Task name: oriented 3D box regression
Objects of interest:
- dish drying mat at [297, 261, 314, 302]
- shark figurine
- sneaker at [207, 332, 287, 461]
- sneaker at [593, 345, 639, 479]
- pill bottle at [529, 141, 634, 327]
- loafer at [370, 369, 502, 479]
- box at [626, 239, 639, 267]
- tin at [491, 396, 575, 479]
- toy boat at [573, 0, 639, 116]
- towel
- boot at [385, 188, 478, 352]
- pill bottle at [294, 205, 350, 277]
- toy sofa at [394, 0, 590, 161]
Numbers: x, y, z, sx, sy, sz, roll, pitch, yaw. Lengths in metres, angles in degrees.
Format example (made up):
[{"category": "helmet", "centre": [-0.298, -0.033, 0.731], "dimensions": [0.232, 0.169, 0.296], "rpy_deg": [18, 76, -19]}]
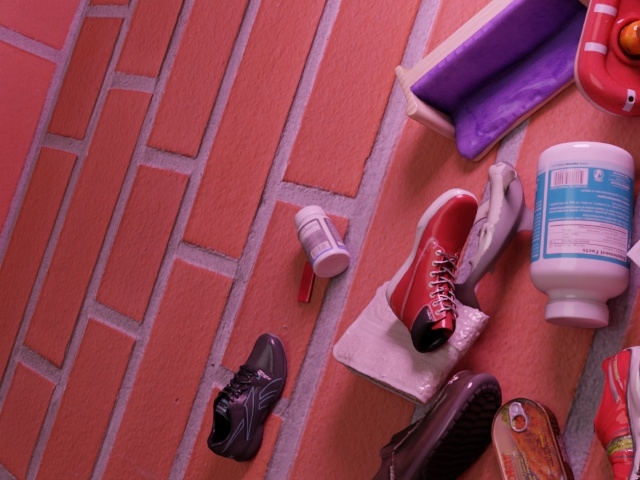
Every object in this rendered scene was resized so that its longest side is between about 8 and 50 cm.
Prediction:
[{"category": "dish drying mat", "centre": [-0.027, 0.085, 1.867], "dimensions": [0.032, 0.008, 0.083], "rpy_deg": [3, 77, 44]}, {"category": "shark figurine", "centre": [0.307, -0.006, 1.512], "dimensions": [0.166, 0.116, 0.278], "rpy_deg": [152, 139, -76]}, {"category": "sneaker", "centre": [-0.146, 0.311, 1.836], "dimensions": [0.101, 0.106, 0.267], "rpy_deg": [11, 82, 47]}, {"category": "sneaker", "centre": [0.440, 0.291, 1.292], "dimensions": [0.118, 0.107, 0.279], "rpy_deg": [-22, 56, 59]}, {"category": "pill bottle", "centre": [0.393, -0.005, 1.386], "dimensions": [0.146, 0.146, 0.264], "rpy_deg": [-5, 73, 44]}, {"category": "loafer", "centre": [0.156, 0.349, 1.503], "dimensions": [0.366, 0.133, 0.130], "rpy_deg": [-57, 45, 13]}, {"category": "box", "centre": [0.515, 0.025, 1.297], "dimensions": [0.101, 0.087, 0.102], "rpy_deg": [-51, 47, 19]}, {"category": "tin", "centre": [0.326, 0.336, 1.411], "dimensions": [0.106, 0.040, 0.190], "rpy_deg": [-28, 58, 30]}, {"category": "toy boat", "centre": [0.481, -0.302, 1.376], "dimensions": [0.151, 0.151, 0.231], "rpy_deg": [-177, 101, -82]}, {"category": "towel", "centre": [0.142, 0.165, 1.563], "dimensions": [0.187, 0.049, 0.282], "rpy_deg": [-51, 29, -15]}, {"category": "boot", "centre": [0.200, 0.052, 1.454], "dimensions": [0.244, 0.088, 0.176], "rpy_deg": [-64, 24, 20]}, {"category": "pill bottle", "centre": [0.000, 0.000, 1.820], "dimensions": [0.078, 0.078, 0.137], "rpy_deg": [-45, 49, 24]}, {"category": "toy sofa", "centre": [0.317, -0.312, 1.567], "dimensions": [0.362, 0.150, 0.177], "rpy_deg": [-37, 51, 29]}]
